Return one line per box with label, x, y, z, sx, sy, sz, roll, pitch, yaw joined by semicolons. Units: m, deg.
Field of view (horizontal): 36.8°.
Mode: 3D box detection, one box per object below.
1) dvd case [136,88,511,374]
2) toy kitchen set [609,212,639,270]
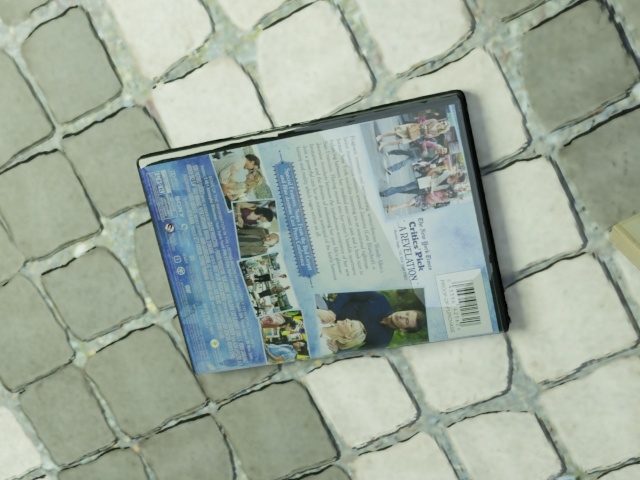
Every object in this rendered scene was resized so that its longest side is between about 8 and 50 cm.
dvd case;0.000;0.000;0.719;0.253;0.022;0.180;-10;103;16
toy kitchen set;0.247;0.028;0.668;0.068;0.075;0.083;-23;141;-17
